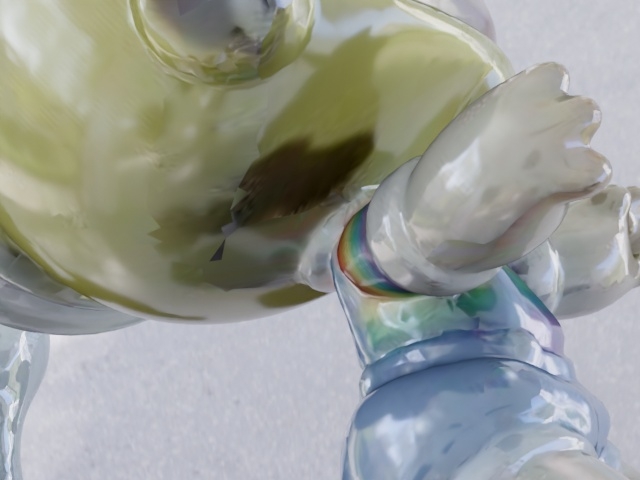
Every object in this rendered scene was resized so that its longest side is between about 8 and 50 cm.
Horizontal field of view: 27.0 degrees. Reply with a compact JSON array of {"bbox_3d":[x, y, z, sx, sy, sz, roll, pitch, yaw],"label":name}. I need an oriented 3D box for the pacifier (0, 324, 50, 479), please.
[{"bbox_3d":[-0.176,0.125,0.709,0.227,0.279,0.207,12,62,-46],"label":"pacifier"}]

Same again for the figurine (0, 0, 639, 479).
[{"bbox_3d":[-0.013,-0.004,0.393,0.205,0.224,0.382,-47,52,11],"label":"figurine"}]
